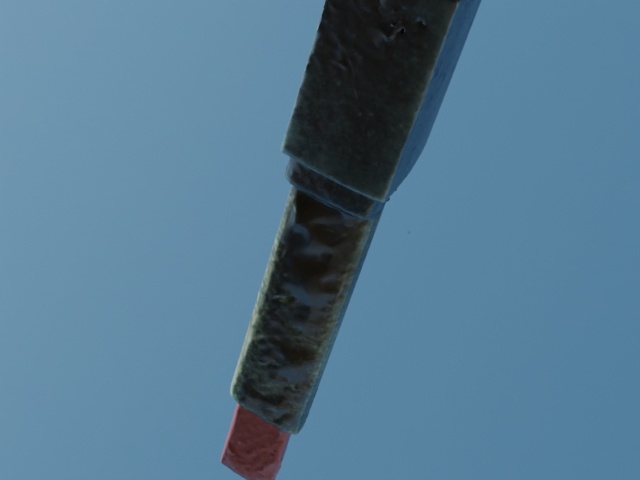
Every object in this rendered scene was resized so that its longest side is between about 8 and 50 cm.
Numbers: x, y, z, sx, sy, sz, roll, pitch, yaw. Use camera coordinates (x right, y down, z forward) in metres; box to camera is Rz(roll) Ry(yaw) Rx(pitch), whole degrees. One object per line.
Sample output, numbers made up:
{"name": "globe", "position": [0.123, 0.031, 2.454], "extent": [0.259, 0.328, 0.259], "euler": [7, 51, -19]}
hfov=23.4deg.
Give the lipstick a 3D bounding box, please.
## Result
{"name": "lipstick", "position": [0.000, 0.000, 0.662], "extent": [0.051, 0.051, 0.312], "euler": [26, -46, 7]}
